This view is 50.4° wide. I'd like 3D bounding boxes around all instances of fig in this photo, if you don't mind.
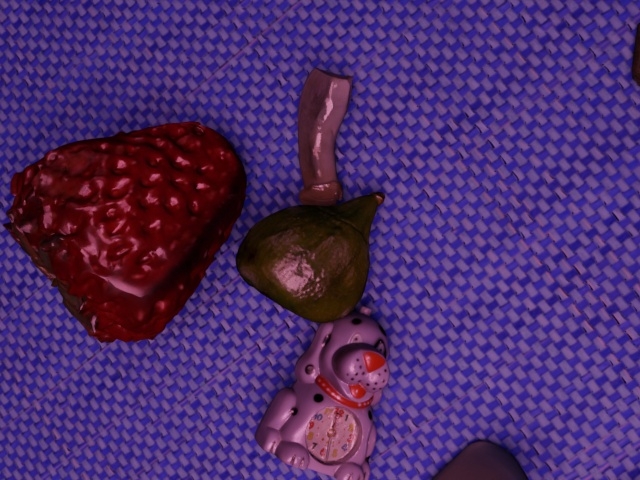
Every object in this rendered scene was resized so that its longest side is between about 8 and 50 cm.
[{"bbox_3d":[0.000,0.000,1.030,0.203,0.203,0.235,34,86,9],"label":"fig"}]

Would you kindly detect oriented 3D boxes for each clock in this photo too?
[{"bbox_3d":[0.030,0.224,1.043,0.189,0.189,0.254,25,89,9],"label":"clock"}]

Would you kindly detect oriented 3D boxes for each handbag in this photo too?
[{"bbox_3d":[0.198,0.398,0.929,0.109,0.315,0.241,42,97,10],"label":"handbag"}]

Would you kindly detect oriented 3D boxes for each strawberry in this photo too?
[{"bbox_3d":[-0.277,-0.038,1.064,0.345,0.295,0.317,-38,64,-23],"label":"strawberry"}]

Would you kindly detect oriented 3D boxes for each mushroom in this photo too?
[{"bbox_3d":[0.003,-0.158,1.079,0.092,0.081,0.223,11,96,30],"label":"mushroom"}]

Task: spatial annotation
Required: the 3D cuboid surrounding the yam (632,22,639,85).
[{"bbox_3d":[0.484,-0.274,1.003,0.043,0.043,0.094,7,93,11],"label":"yam"}]
